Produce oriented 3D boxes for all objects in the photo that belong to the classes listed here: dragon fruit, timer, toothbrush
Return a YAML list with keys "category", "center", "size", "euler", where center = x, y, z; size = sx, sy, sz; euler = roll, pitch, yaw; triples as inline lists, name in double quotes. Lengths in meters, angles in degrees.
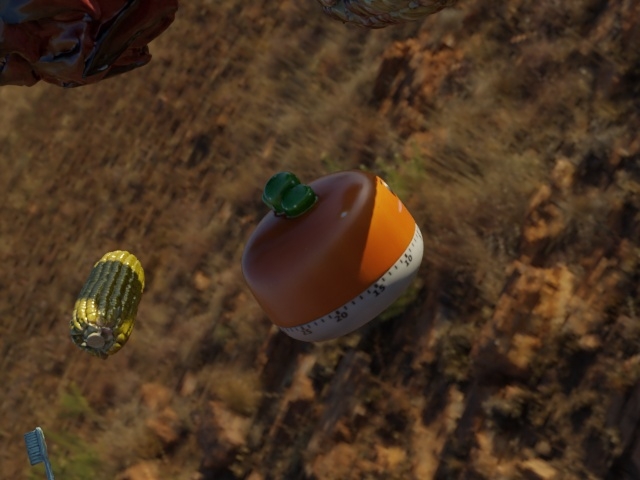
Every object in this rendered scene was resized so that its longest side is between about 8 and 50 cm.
- category: "dragon fruit"
  center: [-0.186, -0.244, 0.826]
  size: [0.293, 0.234, 0.234]
  euler: [-50, 23, 0]
- category: "timer"
  center: [0.000, 0.000, 0.790]
  size: [0.136, 0.136, 0.099]
  euler: [-59, 16, 5]
- category: "toothbrush"
  center: [-0.241, 0.272, 0.995]
  size: [0.016, 0.019, 0.219]
  euler: [89, 160, -60]

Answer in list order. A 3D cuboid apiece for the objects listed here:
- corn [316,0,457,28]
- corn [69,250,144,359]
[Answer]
- category: "corn"
  center: [0.038, -0.172, 0.641]
  size: [0.098, 0.098, 0.290]
  euler: [-57, 10, 9]
- category: "corn"
  center: [-0.270, 0.080, 1.383]
  size: [0.080, 0.080, 0.238]
  euler: [-55, 12, 15]
